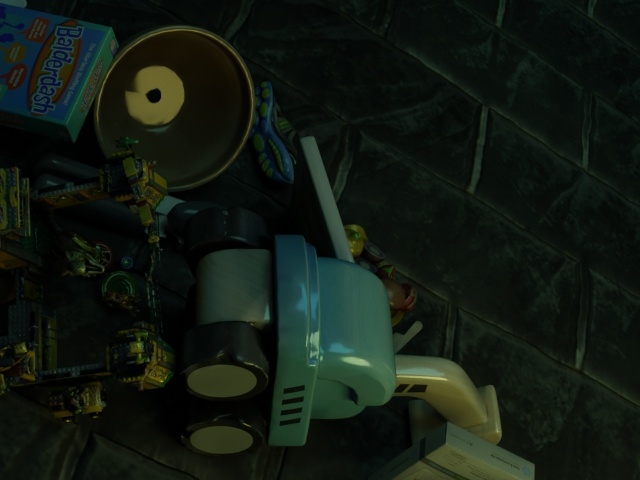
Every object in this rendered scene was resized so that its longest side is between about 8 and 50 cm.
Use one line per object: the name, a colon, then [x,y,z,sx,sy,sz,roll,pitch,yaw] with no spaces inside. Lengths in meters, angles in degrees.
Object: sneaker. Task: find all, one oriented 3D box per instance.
sneaker: [-0.072,-0.164,1.858,0.078,0.067,0.188,22,42,-53]

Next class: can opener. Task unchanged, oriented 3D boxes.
can opener: [-0.245,-0.058,1.609,0.283,0.095,0.076,20,48,-30]

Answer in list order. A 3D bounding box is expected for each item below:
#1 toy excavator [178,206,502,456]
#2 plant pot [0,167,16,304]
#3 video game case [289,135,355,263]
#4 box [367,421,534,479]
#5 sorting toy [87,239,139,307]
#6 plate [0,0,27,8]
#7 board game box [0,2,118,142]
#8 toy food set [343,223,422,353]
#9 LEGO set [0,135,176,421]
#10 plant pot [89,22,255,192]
toy excavator: [0.043,0.166,1.549,0.445,0.433,0.222,1,54,-4]
plant pot: [-0.451,-0.024,1.472,0.236,0.032,0.236,21,49,-26]
video game case: [0.000,0.000,1.687,0.026,0.206,0.227,-12,64,-12]
box: [0.170,0.321,1.583,0.145,0.186,0.038,29,46,-18]
sorting toy: [-0.278,0.044,1.556,0.061,0.042,0.102,-33,94,-31]
plate: [-0.587,-0.374,1.617,0.278,0.045,0.277,49,42,3]
board game box: [-0.392,-0.226,1.552,0.210,0.047,0.160,14,65,10]
toy food set: [0.088,0.060,1.799,0.128,0.071,0.218,-26,78,-46]
LEGO set: [-0.300,0.031,1.347,0.192,0.255,0.331,41,49,-68]
plant pot: [-0.222,-0.195,1.684,0.237,0.237,0.110,12,12,-31]
